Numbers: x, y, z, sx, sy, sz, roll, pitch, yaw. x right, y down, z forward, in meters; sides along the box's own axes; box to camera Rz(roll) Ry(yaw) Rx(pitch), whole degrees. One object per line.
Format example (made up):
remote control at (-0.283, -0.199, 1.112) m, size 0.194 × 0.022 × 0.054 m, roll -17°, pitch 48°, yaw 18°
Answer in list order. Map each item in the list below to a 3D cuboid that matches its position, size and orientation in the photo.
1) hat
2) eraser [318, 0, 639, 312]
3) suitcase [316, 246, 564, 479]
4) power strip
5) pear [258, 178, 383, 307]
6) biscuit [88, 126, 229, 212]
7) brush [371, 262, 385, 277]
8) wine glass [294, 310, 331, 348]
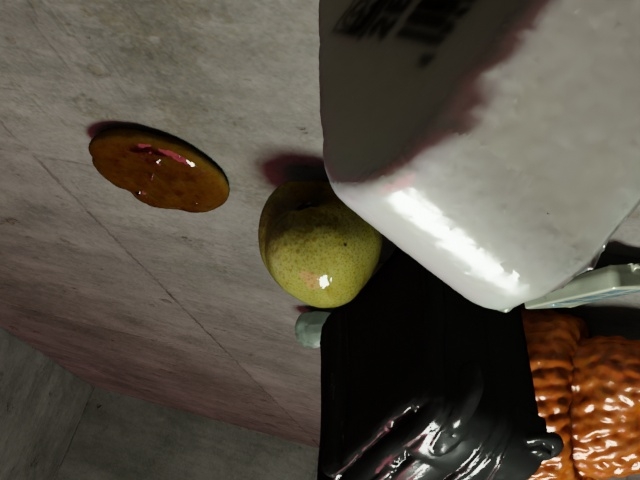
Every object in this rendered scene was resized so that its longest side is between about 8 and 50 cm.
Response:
hat at (0.423, 0.235, 1.207) m, size 0.400 × 0.285 × 0.285 m, roll -3°, pitch 151°, yaw 20°
eraser at (0.116, -0.119, 0.514) m, size 0.150 × 0.331 × 0.331 m, roll 34°, pitch 154°, yaw -32°
suitcase at (0.122, 0.187, 1.092) m, size 0.188 × 0.345 × 0.339 m, roll 26°, pitch 129°, yaw -21°
power strip at (0.343, 0.060, 1.078) m, size 0.081 × 0.035 × 0.192 m, roll -2°, pitch 168°, yaw -26°
pear at (0.000, 0.000, 1.077) m, size 0.167 × 0.167 × 0.137 m, roll 9°, pitch 129°, yaw 23°
biscuit at (-0.231, -0.095, 1.205) m, size 0.212 × 0.036 × 0.212 m, roll 15°, pitch 158°, yaw 6°
brush at (0.057, 0.074, 1.341) m, size 0.327 × 0.065 × 0.070 m, roll -1°, pitch 154°, yaw 42°
wine glass at (0.020, 0.161, 1.553) m, size 0.073 × 0.073 × 0.155 m, roll 30°, pitch 156°, yaw -26°
